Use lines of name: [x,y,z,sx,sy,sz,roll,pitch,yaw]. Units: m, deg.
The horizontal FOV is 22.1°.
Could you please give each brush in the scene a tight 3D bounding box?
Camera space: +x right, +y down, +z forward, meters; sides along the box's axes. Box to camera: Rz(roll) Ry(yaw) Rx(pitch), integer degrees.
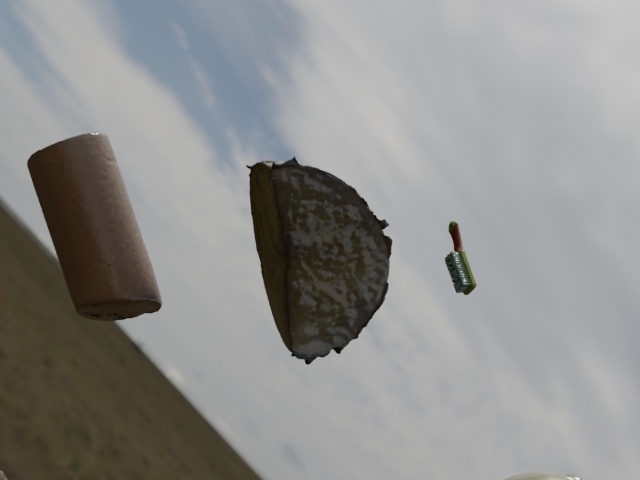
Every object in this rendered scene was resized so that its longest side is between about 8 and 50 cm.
brush: [0.132,0.014,1.601,0.019,0.021,0.083,-52,-142,44]

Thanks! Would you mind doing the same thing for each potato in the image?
potato: [0.000,0.000,1.820,0.098,0.138,0.243,-137,-143,-59]

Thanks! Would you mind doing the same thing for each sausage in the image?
sausage: [-0.307,-0.010,2.241,0.123,0.123,0.253,117,-46,-81]

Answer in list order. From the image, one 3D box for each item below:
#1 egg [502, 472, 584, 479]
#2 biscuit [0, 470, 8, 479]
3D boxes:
egg: [0.253,0.340,1.831,0.201,0.164,0.164,19,5,-27]
biscuit: [-0.333,0.224,1.388,0.320,0.047,0.183,20,35,-22]
